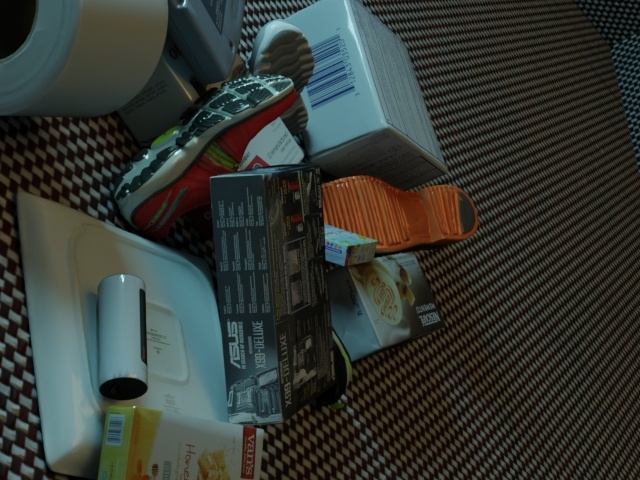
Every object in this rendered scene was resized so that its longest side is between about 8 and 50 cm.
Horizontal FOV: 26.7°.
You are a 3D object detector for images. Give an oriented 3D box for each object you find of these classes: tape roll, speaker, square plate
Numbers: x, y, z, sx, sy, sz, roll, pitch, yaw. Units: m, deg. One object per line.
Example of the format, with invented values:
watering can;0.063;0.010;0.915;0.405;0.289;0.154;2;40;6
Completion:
tape roll;-0.321;-0.263;1.547;0.169;0.246;0.246;-9;74;-61
speaker;-0.220;0.108;1.499;0.055;0.055;0.136;35;38;-44
square plate;-0.209;0.128;1.615;0.347;0.049;0.344;24;46;-51

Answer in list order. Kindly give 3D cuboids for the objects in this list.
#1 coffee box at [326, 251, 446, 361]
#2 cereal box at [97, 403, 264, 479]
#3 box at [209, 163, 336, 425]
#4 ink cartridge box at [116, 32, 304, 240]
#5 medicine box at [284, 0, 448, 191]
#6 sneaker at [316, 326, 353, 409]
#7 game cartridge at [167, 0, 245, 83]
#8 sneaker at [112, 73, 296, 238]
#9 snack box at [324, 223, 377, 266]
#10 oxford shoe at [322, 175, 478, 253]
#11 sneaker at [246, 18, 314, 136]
coffee box;0.084;0.105;2.101;0.246;0.098;0.141;-7;73;-62
cereal box;-0.155;0.283;1.515;0.240;0.047;0.173;20;71;-53
box;-0.056;0.060;1.723;0.242;0.076;0.308;-23;109;-72
ink cartridge box;-0.163;-0.170;1.888;0.273;0.114;0.197;56;29;-14
medicine box;0.070;-0.237;2.292;0.289;0.149;0.264;27;43;-61
sneaker;-0.026;0.143;1.889;0.235;0.084;0.097;50;31;-24
game cartridge;-0.159;-0.365;1.808;0.198;0.062;0.297;66;22;-52
sneaker;-0.139;-0.110;1.752;0.118;0.279;0.107;55;-6;-33
snack box;0.000;0.000;2.011;0.100;0.141;0.037;-11;116;-61
oxford shoe;0.094;-0.023;2.228;0.363;0.132;0.130;4;69;-39
sneaker;-0.083;-0.254;2.048;0.115;0.105;0.281;56;-17;20
